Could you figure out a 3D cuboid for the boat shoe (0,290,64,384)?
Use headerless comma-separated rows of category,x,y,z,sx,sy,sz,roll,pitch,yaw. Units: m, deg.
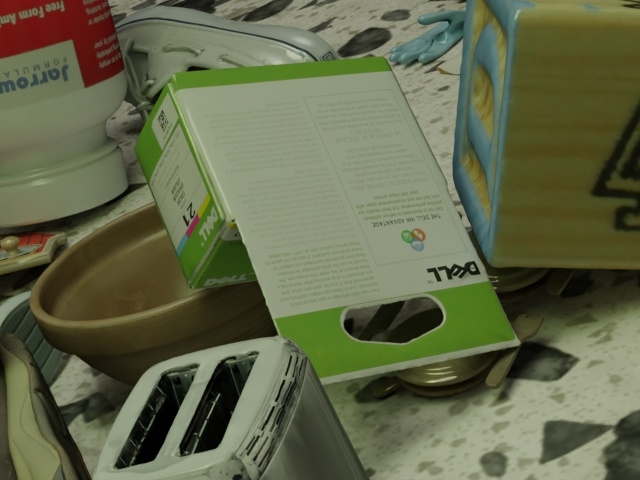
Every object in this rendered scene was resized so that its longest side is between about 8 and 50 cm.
boat shoe,-0.292,0.116,1.392,0.076,0.083,0.226,-8,26,27

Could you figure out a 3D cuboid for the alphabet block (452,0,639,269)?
alphabet block,0.212,-0.097,1.223,0.197,0.193,0.192,1,24,-6

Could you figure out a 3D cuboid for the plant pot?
plant pot,-0.104,0.050,1.346,0.237,0.109,0.237,-18,23,8

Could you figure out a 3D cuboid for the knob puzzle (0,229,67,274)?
knob puzzle,-0.357,0.011,1.716,0.213,0.030,0.213,-13,12,3

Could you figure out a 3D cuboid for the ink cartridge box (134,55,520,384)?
ink cartridge box,0.000,0.000,1.204,0.189,0.255,0.097,-8,-28,-30

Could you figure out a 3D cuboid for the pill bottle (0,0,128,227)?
pill bottle,-0.336,-0.231,1.768,0.229,0.407,0.229,-12,15,3

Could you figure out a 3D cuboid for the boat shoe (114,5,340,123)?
boat shoe,-0.154,-0.164,1.875,0.367,0.135,0.156,13,42,39

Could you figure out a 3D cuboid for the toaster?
toaster,-0.054,0.160,1.001,0.129,0.146,0.227,-14,23,20

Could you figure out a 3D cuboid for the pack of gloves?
pack of gloves,0.195,-0.258,1.870,0.232,0.046,0.195,-34,24,-27

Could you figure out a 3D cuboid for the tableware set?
tableware set,0.115,0.054,1.241,0.128,0.039,0.194,8,41,31

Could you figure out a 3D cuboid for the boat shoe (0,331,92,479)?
boat shoe,-0.231,0.169,1.158,0.130,0.132,0.355,-25,21,-9
